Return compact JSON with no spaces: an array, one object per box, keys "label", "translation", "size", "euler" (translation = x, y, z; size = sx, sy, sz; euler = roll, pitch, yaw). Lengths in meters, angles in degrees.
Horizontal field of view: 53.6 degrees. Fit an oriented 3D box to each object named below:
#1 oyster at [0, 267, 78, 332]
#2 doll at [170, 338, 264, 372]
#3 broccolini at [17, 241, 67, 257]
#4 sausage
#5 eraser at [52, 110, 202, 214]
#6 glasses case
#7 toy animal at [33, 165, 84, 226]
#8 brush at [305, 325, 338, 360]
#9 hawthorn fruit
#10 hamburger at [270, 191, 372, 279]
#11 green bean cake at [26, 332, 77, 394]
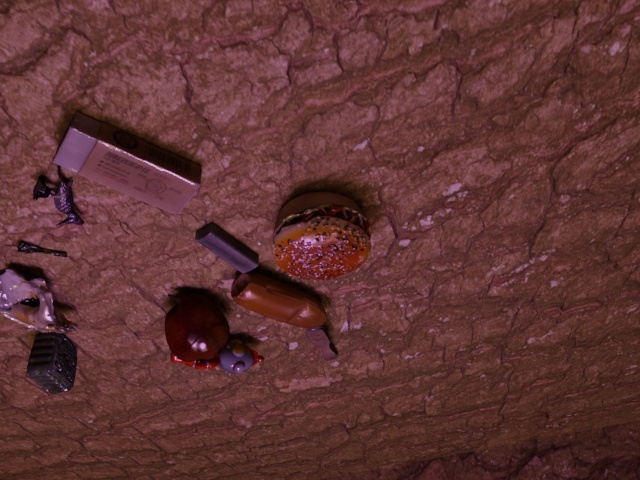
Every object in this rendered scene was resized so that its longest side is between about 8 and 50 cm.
[{"label":"oyster","translation":[-0.917,0.189,2.002],"size":[0.275,0.100,0.271],"euler":[11,136,2]},{"label":"doll","translation":[-0.359,0.403,2.241],"size":[0.336,0.200,0.106],"euler":[11,105,-18]},{"label":"broccolini","translation":[-0.825,0.028,1.883],"size":[0.139,0.030,0.035],"euler":[9,102,-21]},{"label":"sausage","translation":[-0.126,0.202,2.068],"size":[0.353,0.116,0.134],"euler":[28,117,-35]},{"label":"eraser","translation":[-0.484,-0.190,1.612],"size":[0.343,0.078,0.144],"euler":[25,131,-28]},{"label":"glasses case","translation":[-0.278,0.026,1.902],"size":[0.070,0.047,0.205],"euler":[-28,134,27]},{"label":"toy animal","translation":[-0.692,-0.108,1.702],"size":[0.105,0.070,0.203],"euler":[-24,135,-6]},{"label":"brush","translation":[0.008,0.359,2.310],"size":[0.069,0.065,0.327],"euler":[-16,148,5]},{"label":"hawthorn fruit","translation":[-0.421,0.273,2.076],"size":[0.208,0.208,0.248],"euler":[-20,113,17]},{"label":"hamburger","translation":[0.000,0.000,1.797],"size":[0.300,0.176,0.300],"euler":[-3,141,-2]},{"label":"green bean cake","translation":[-0.928,0.426,2.215],"size":[0.094,0.173,0.181],"euler":[-10,138,5]}]
